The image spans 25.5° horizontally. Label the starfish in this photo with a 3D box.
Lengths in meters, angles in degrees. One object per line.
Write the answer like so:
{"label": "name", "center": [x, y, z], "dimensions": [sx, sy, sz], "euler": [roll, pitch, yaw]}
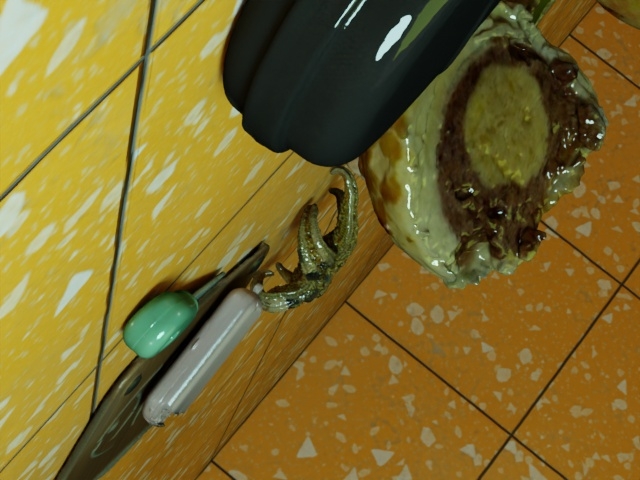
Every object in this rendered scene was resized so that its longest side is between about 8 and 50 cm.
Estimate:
{"label": "starfish", "center": [0.000, -0.002, 1.563], "dimensions": [0.190, 0.074, 0.146], "euler": [-56, 167, 27]}

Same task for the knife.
{"label": "knife", "center": [-0.120, 0.062, 1.201], "dimensions": [0.063, 0.034, 0.260], "euler": [-48, 178, 7]}

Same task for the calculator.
{"label": "calculator", "center": [-0.112, 0.112, 1.391], "dimensions": [0.175, 0.032, 0.100], "euler": [-52, 174, -4]}

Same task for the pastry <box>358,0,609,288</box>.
{"label": "pastry", "center": [0.124, -0.102, 1.353], "dimensions": [0.170, 0.237, 0.256], "euler": [17, -109, 54]}

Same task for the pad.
{"label": "pad", "center": [-0.172, 0.150, 1.419], "dimensions": [0.284, 0.018, 0.286], "euler": [-44, 169, -51]}

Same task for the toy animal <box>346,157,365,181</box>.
{"label": "toy animal", "center": [0.112, -0.126, 1.492], "dimensions": [0.185, 0.104, 0.184], "euler": [-48, 174, 6]}

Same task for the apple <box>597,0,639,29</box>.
{"label": "apple", "center": [0.323, -0.313, 1.248], "dimensions": [0.264, 0.264, 0.264], "euler": [-51, 175, -7]}

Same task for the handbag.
{"label": "handbag", "center": [0.062, -0.166, 0.840], "dimensions": [0.308, 0.093, 0.254], "euler": [-47, 173, -37]}

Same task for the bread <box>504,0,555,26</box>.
{"label": "bread", "center": [0.236, -0.289, 1.594], "dimensions": [0.236, 0.070, 0.236], "euler": [-52, 175, -6]}
